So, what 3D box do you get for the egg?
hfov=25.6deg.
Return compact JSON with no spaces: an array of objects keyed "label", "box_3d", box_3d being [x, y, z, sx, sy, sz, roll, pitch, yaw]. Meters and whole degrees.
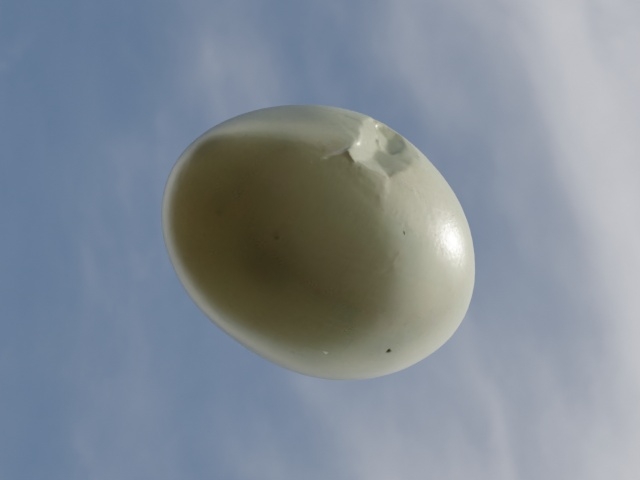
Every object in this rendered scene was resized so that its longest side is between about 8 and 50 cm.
[{"label":"egg","box_3d":[0.000,0.000,1.165,0.269,0.219,0.219,32,-61,-12]}]
